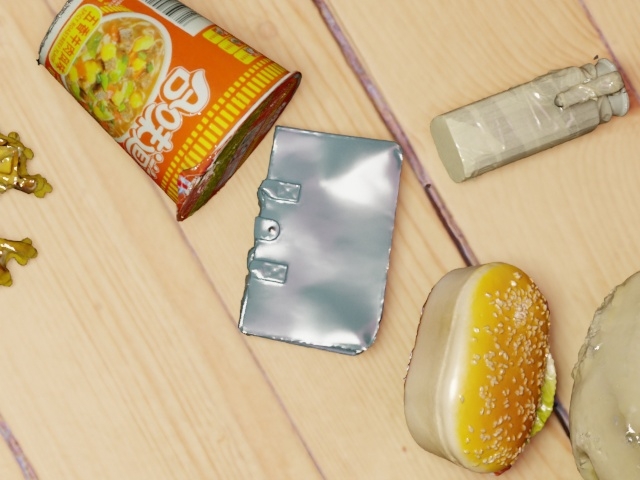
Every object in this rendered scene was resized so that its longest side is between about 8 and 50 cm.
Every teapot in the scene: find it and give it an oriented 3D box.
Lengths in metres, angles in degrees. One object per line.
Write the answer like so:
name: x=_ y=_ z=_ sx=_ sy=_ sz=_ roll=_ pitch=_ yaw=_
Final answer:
teapot: x=0.223 y=-0.132 z=1.860 sx=0.200 sy=0.107 sz=0.077 roll=-21 pitch=84 yaw=-13

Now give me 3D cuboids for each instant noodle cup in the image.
instant noodle cup: x=-0.159 y=-0.155 z=1.762 sx=0.212 sy=0.193 sz=0.193 roll=39 pitch=77 yaw=4

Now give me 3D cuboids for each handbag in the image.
handbag: x=0.000 y=0.000 z=1.830 sx=0.144 sy=0.057 sz=0.221 roll=9 pitch=82 yaw=-2

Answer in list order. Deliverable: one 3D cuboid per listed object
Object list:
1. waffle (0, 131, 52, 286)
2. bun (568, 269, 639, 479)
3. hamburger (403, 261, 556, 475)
waffle: x=-0.387 y=-0.039 z=1.759 sx=0.229 sy=0.051 sz=0.231 roll=-36 pitch=90 yaw=-10
bun: x=0.402 y=0.195 z=1.795 sx=0.326 sy=0.234 sz=0.362 roll=-16 pitch=70 yaw=-19
hamburger: x=0.164 y=0.126 z=1.792 sx=0.116 sy=0.173 sz=0.210 roll=9 pitch=77 yaw=28
